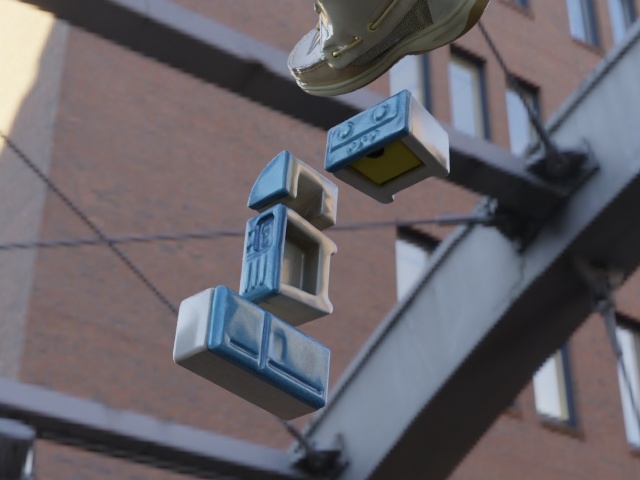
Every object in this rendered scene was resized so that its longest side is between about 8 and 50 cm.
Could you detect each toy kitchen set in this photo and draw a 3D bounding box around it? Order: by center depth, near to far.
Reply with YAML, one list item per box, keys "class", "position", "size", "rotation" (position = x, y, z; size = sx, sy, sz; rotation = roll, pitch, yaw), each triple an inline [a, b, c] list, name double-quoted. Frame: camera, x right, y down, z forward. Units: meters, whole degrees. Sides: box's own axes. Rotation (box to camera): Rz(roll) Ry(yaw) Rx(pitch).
- class: "toy kitchen set"
  position: [0.000, 0.000, 0.954]
  size: [0.166, 0.207, 0.122]
  rotation: [-25, -42, 36]

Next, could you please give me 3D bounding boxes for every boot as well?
- class: "boot"
  position: [0.001, -0.232, 1.135]
  size: [0.203, 0.095, 0.262]
  rotation: [33, -24, -25]
